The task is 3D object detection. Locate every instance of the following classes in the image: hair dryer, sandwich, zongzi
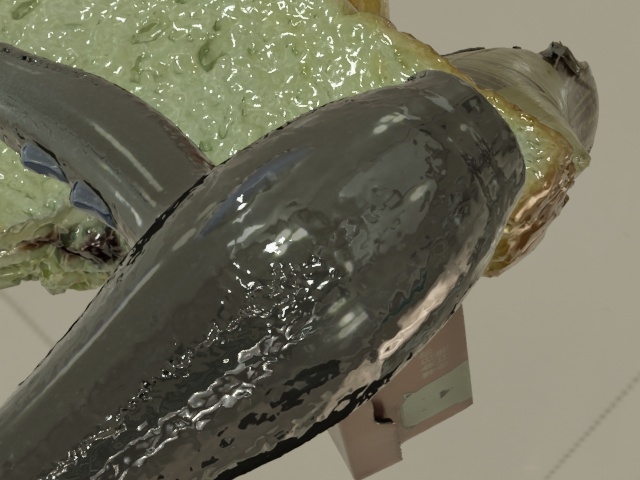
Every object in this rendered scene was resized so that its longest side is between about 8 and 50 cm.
[{"bbox_3d":[-0.077,-0.005,0.506,0.195,0.075,0.219,-38,48,-20],"label":"hair dryer"},{"bbox_3d":[-0.061,-0.036,0.874,0.288,0.099,0.254,39,62,11],"label":"sandwich"},{"bbox_3d":[0.197,-0.091,1.603,0.317,0.289,0.154,7,112,49],"label":"zongzi"}]

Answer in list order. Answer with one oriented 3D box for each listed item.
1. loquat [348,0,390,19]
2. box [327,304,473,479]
[{"bbox_3d":[-0.059,-0.175,1.395,0.213,0.213,0.213,-1,86,20],"label":"loquat"},{"bbox_3d":[0.000,0.000,1.057,0.086,0.215,0.215,-28,64,-6],"label":"box"}]
